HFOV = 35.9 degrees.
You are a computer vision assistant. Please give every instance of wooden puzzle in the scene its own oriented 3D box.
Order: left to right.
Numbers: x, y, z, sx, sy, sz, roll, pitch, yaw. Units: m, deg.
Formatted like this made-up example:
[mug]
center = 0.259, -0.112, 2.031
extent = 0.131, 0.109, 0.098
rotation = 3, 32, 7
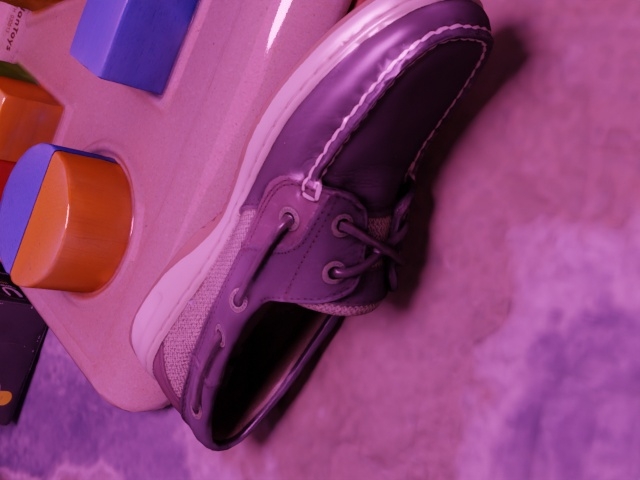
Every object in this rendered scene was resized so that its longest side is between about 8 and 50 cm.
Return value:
[wooden puzzle]
center = -0.165, -0.108, 0.662
extent = 0.348, 0.080, 0.322
rotation = 37, 109, 38

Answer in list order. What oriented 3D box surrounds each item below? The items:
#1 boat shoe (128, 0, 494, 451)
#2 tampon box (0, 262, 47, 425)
[boat shoe]
center = 0.000, 0.000, 0.493
extent = 0.285, 0.102, 0.092
rotation = -50, 61, 30
[tampon box]
center = -0.303, 0.056, 0.735
extent = 0.161, 0.120, 0.102
rotation = 29, 99, 40
